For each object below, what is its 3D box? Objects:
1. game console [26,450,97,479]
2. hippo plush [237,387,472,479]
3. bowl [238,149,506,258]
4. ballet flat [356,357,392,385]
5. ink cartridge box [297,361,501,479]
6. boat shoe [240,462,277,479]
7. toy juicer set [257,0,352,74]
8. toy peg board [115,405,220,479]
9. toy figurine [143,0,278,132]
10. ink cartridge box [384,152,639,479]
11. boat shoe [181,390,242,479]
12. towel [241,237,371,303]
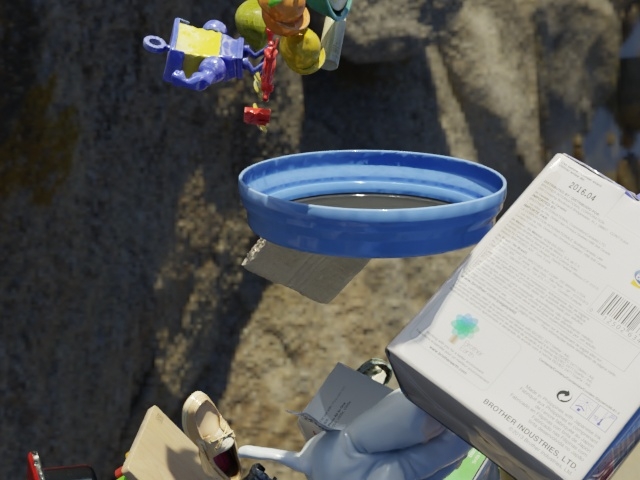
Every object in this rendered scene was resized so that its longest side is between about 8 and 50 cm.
[{"bbox_3d":[-0.277,0.314,1.338,0.124,0.085,0.144,115,-44,-57],"label":"game console"},{"bbox_3d":[0.097,0.333,1.481,0.294,0.234,0.236,17,44,-38],"label":"hippo plush"},{"bbox_3d":[0.075,-0.058,1.717,0.391,0.391,0.077,-29,124,-60],"label":"bowl"},{"bbox_3d":[0.059,0.281,2.122,0.188,0.070,0.070,-44,133,-21],"label":"ballet flat"},{"bbox_3d":[0.127,0.337,1.831,0.121,0.289,0.211,-53,153,-23],"label":"ink cartridge box"},{"bbox_3d":[-0.108,0.435,2.035,0.083,0.065,0.183,-51,171,-5],"label":"boat shoe"},{"bbox_3d":[0.013,-0.307,1.471,0.329,0.089,0.209,11,82,-71],"label":"toy juicer set"},{"bbox_3d":[-0.245,0.367,1.779,0.161,0.079,0.160,49,23,-17],"label":"toy peg board"},{"bbox_3d":[-0.181,-0.346,1.934,0.362,0.217,0.191,-91,-171,-48],"label":"toy figurine"},{"bbox_3d":[0.309,0.085,1.371,0.395,0.270,0.151,-48,154,-13],"label":"ink cartridge box"},{"bbox_3d":[-0.148,0.284,1.681,0.063,0.059,0.170,-48,139,-31],"label":"boat shoe"},{"bbox_3d":[0.000,0.000,2.093,0.187,0.282,0.049,26,44,-18],"label":"towel"}]
